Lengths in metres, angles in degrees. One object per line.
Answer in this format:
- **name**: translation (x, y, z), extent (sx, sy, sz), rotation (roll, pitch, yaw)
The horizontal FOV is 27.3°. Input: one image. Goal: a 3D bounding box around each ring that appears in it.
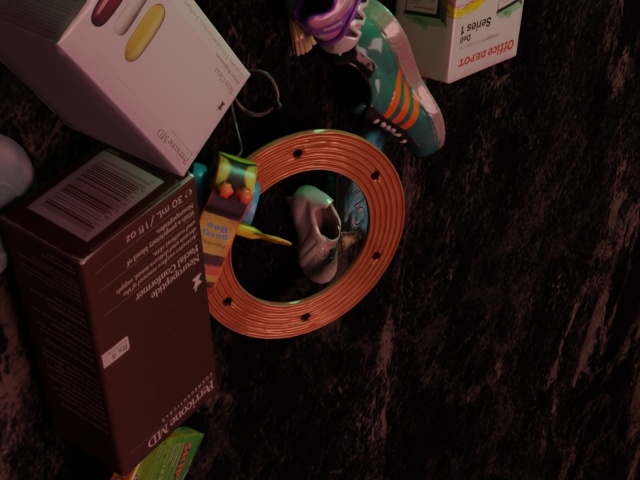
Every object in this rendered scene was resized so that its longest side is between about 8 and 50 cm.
- **ring**: translation (-0.032, -0.009, 1.881), extent (0.336, 0.032, 0.336), rotation (-15, 126, -22)

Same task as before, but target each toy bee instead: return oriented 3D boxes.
- **toy bee**: translation (-0.136, -0.052, 1.683), extent (0.195, 0.162, 0.298), rotation (-4, 111, -5)

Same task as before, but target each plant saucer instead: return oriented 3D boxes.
- **plant saucer**: translation (-0.381, -0.024, 1.470), extent (0.195, 0.037, 0.195), rotation (-32, 133, -42)

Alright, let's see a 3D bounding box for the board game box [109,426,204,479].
- **board game box**: translation (-0.231, 0.322, 1.828), extent (0.124, 0.039, 0.259), rotation (-65, 164, -1)

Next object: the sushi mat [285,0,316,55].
- **sushi mat**: translation (-0.005, -0.412, 1.776), extent (0.151, 0.019, 0.316), rotation (-43, 140, -33)

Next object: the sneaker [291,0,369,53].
- **sneaker**: translation (0.027, -0.370, 1.750), extent (0.104, 0.095, 0.236), rotation (9, 103, -48)

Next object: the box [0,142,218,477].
- **box**: translation (-0.245, 0.086, 1.601), extent (0.191, 0.143, 0.381), rotation (-43, 148, -34)

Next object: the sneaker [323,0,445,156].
- **sneaker**: translation (0.088, -0.214, 1.952), extent (0.121, 0.108, 0.302), rotation (-40, 136, -9)

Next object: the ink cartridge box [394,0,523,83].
- **ink cartridge box**: translation (0.218, -0.400, 2.004), extent (0.201, 0.117, 0.278), rotation (-26, 130, -44)

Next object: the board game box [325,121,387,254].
- **board game box**: translation (0.055, -0.083, 2.052), extent (0.126, 0.026, 0.186), rotation (-33, 134, -41)

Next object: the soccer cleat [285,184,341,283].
- **soccer cleat**: translation (0.000, 0.000, 1.979), extent (0.068, 0.076, 0.196), rotation (-46, 142, -28)

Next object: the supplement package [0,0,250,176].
- **supplement package**: translation (-0.237, -0.217, 1.402), extent (0.145, 0.204, 0.262), rotation (-58, 146, -12)
